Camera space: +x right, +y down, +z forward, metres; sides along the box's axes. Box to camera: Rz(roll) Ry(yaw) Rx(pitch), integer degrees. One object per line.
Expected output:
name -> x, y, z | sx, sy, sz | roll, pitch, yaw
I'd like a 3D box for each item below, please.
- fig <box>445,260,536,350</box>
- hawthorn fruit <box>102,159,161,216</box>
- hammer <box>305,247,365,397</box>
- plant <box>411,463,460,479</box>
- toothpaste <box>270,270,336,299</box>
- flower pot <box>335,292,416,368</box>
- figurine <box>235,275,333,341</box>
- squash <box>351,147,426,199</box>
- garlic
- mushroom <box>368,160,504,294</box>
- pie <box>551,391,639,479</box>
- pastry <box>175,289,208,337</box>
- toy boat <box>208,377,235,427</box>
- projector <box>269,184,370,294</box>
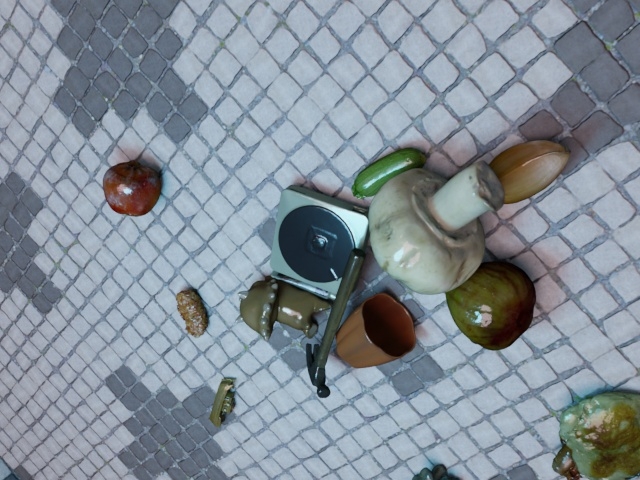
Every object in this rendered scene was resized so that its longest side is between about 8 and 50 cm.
fig -> 0.364, 0.132, 1.530 | 0.321, 0.217, 0.216 | 24, 121, 37
hawthorn fruit -> -0.568, -0.151, 1.839 | 0.173, 0.173, 0.172 | 9, 114, 21
hammer -> 0.043, 0.216, 1.667 | 0.044, 0.168, 0.439 | 6, 120, -22
plant -> 0.308, 0.800, 1.850 | 0.146, 0.149, 0.274 | 22, 107, -33
toothpaste -> -0.038, 0.125, 1.776 | 0.216, 0.062, 0.037 | 24, 137, 10
flower pot -> 0.136, 0.261, 1.685 | 0.190, 0.190, 0.173 | 50, 133, -2
figurine -> -0.124, 0.208, 1.778 | 0.247, 0.173, 0.177 | 34, 120, 9
squash -> 0.167, -0.172, 1.548 | 0.219, 0.068, 0.077 | -30, 101, 32
garlic -> 0.467, -0.167, 1.395 | 0.207, 0.128, 0.115 | -31, 52, 27
mushroom -> 0.280, -0.048, 1.391 | 0.314, 0.314, 0.336 | 51, 139, -2
pie -> 0.735, 0.505, 1.565 | 0.257, 0.105, 0.274 | 1, 114, 8
pastry -> -0.410, 0.233, 1.987 | 0.087, 0.063, 0.169 | 1, 117, 34
toy boat -> -0.325, 0.551, 2.079 | 0.072, 0.064, 0.206 | 20, 119, 0
projector -> 0.000, 0.000, 1.689 | 0.257, 0.079, 0.259 | 20, 118, 16
